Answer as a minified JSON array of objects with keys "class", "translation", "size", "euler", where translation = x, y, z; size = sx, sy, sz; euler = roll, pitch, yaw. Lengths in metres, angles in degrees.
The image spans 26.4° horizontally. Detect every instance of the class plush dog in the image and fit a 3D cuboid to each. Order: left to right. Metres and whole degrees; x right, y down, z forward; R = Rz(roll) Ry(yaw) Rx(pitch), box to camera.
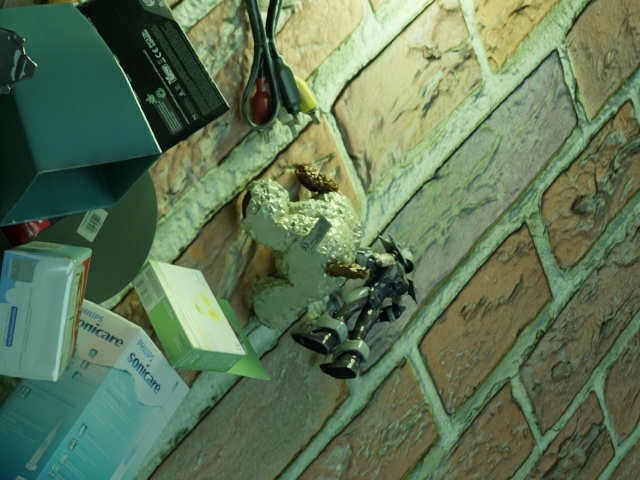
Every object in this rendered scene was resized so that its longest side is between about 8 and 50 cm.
[{"class":"plush dog","translation":[0.000,0.000,2.253],"size":[0.225,0.211,0.262],"euler":[-54,141,-59]}]

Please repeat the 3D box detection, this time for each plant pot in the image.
[{"class":"plant pot","translation":[-0.335,-0.167,1.696],"size":[0.166,0.166,0.234],"euler":[-13,76,-34]}]

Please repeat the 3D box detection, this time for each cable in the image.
[{"class":"cable","translation":[-0.092,-0.291,2.176],"size":[0.140,0.072,0.287],"euler":[-23,105,-22]}]

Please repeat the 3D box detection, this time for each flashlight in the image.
[{"class":"flashlight","translation":[-0.467,-0.227,1.599],"size":[0.103,0.304,0.103],"euler":[-41,126,-30]}]

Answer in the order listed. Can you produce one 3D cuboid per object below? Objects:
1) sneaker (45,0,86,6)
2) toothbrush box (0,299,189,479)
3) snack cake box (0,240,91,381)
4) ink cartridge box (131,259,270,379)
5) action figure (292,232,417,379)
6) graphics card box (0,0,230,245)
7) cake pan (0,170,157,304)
[{"class":"sneaker","translation":[-0.306,-0.388,1.893],"size":[0.215,0.084,0.083],"euler":[-40,106,-41]},{"class":"toothbrush box","translation":[-0.343,0.265,1.950],"size":[0.295,0.126,0.216],"euler":[-57,151,-18]},{"class":"snack cake box","translation":[-0.356,0.084,1.751],"size":[0.089,0.264,0.152],"euler":[8,91,-5]},{"class":"ink cartridge box","translation":[-0.167,0.125,2.091],"size":[0.056,0.171,0.235],"euler":[-44,149,23]},{"class":"action figure","translation":[0.080,0.105,2.414],"size":[0.285,0.099,0.185],"euler":[-50,124,-30]},{"class":"graphics card box","translation":[-0.326,-0.184,1.857],"size":[0.371,0.094,0.232],"euler":[-38,101,-32]},{"class":"cake pan","translation":[-0.347,-0.031,1.959],"size":[0.293,0.054,0.293],"euler":[-15,111,-44]}]
